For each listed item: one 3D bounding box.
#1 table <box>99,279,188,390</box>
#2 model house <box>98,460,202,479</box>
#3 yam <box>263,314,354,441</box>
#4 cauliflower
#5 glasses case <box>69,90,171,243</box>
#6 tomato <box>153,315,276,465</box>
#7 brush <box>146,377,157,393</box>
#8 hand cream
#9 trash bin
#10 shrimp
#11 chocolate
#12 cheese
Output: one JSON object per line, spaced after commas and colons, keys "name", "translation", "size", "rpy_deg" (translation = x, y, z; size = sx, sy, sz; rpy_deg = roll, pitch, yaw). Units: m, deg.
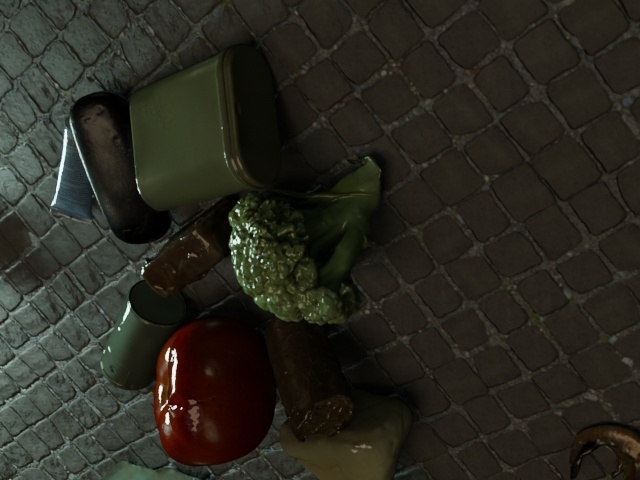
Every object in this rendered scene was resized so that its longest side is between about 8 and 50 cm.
{"name": "table", "translation": [-0.365, 0.196, 1.927], "size": [0.126, 0.126, 0.220], "rpy_deg": [34, 128, 5]}
{"name": "model house", "translation": [-0.388, 0.701, 2.173], "size": [0.298, 0.243, 0.284], "rpy_deg": [8, 127, 36]}
{"name": "yam", "translation": [-0.022, 0.246, 1.725], "size": [0.128, 0.238, 0.129], "rpy_deg": [-28, 136, 6]}
{"name": "cauliflower", "translation": [-0.011, 0.018, 1.583], "size": [0.281, 0.327, 0.260], "rpy_deg": [-18, 136, -13]}
{"name": "glasses case", "translation": [-0.373, -0.131, 1.753], "size": [0.122, 0.075, 0.315], "rpy_deg": [-11, 119, 9]}
{"name": "tomato", "translation": [-0.203, 0.292, 1.826], "size": [0.226, 0.299, 0.299], "rpy_deg": [0, 129, -22]}
{"name": "brush", "translation": [-0.358, 0.344, 2.083], "size": [0.043, 0.014, 0.170], "rpy_deg": [-24, 107, 33]}
{"name": "hand cream", "translation": [-0.480, -0.145, 1.829], "size": [0.091, 0.058, 0.271], "rpy_deg": [17, 129, 0]}
{"name": "trash bin", "translation": [-0.199, -0.182, 1.586], "size": [0.247, 0.121, 0.243], "rpy_deg": [-14, 80, 35]}
{"name": "shrimp", "translation": [0.524, 0.427, 1.671], "size": [0.152, 0.046, 0.219], "rpy_deg": [-8, 110, 29]}
{"name": "chocolate", "translation": [-0.225, 0.012, 1.738], "size": [0.214, 0.148, 0.093], "rpy_deg": [-30, 108, 38]}
{"name": "cheese", "translation": [0.089, 0.401, 1.793], "size": [0.247, 0.173, 0.251], "rpy_deg": [-25, 104, 44]}
